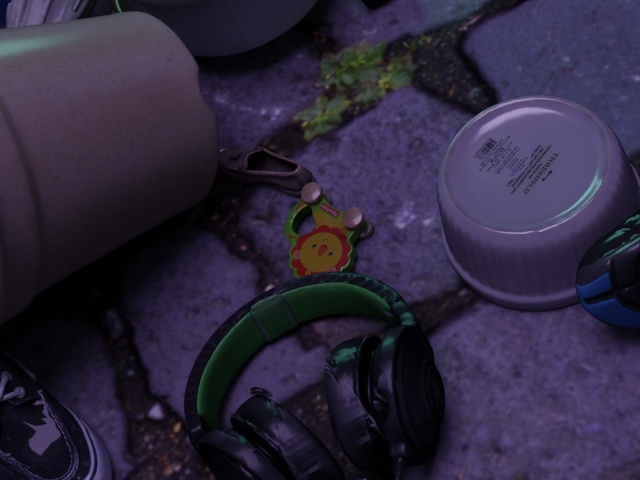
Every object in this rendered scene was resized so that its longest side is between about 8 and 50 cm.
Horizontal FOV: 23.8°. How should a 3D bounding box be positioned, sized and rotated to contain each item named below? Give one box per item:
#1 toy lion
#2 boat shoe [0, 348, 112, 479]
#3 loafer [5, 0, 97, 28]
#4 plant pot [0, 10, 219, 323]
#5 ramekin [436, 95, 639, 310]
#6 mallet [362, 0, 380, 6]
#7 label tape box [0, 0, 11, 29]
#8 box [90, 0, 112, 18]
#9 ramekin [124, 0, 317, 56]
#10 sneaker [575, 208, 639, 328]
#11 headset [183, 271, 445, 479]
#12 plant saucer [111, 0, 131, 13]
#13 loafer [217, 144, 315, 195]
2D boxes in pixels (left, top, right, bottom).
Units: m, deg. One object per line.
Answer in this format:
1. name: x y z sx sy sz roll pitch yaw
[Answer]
1. toy lion: 0.000 0.000 1.589 0.100 0.034 0.096 33 81 34
2. boat shoe: -0.328 0.167 1.548 0.108 0.102 0.301 -42 54 -10
3. loafer: -0.317 -0.180 1.742 0.111 0.112 0.319 11 86 -5
4. plant pot: -0.285 -0.094 1.561 0.305 0.334 0.334 -23 46 -33
5. ramekin: 0.211 -0.045 1.491 0.207 0.109 0.207 -10 56 14
6. mallet: 0.047 -0.350 1.803 0.062 0.039 0.189 -26 49 2
7. label tape box: -0.532 -0.293 1.852 0.348 0.115 0.249 15 101 29
8. box: -0.320 -0.346 1.896 0.130 0.091 0.170 5 59 23
9. ramekin: -0.118 -0.343 1.743 0.277 0.135 0.277 -9 55 13
10. sneaker: 0.374 -0.036 1.435 0.341 0.125 0.139 -29 42 -10
11. headset: 0.002 0.161 1.382 0.243 0.185 0.394 -30 41 0
12. plant saucer: -0.120 -0.328 1.843 0.278 0.041 0.278 -10 55 15
13. loafer: -0.064 -0.084 1.659 0.125 0.039 0.045 18 66 29
